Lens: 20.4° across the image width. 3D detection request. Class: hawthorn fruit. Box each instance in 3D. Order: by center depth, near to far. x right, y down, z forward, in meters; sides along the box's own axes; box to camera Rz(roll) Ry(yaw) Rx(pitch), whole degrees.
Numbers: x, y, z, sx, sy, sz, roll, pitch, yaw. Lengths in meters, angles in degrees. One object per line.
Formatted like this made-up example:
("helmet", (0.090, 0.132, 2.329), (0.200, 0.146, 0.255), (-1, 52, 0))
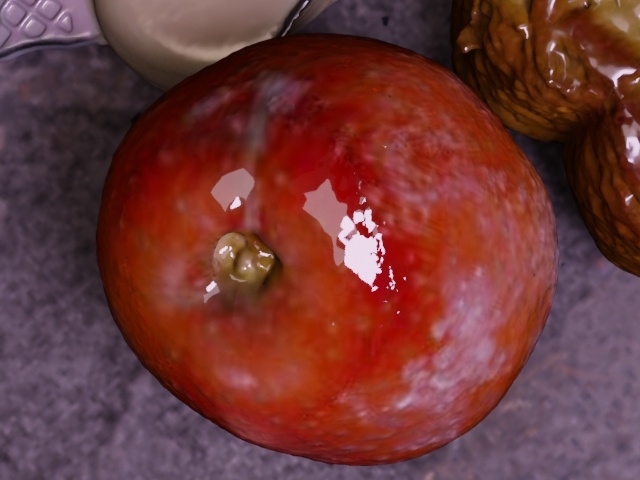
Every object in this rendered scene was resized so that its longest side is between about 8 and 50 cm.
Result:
("hawthorn fruit", (0.000, 0.000, 0.670), (0.173, 0.173, 0.173), (0, 92, 1))

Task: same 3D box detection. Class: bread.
("bread", (0.164, -0.093, 0.684), (0.232, 0.135, 0.247), (-15, 91, 5))

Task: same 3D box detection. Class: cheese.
("cheese", (-0.065, -0.097, 0.728), (0.171, 0.047, 0.092), (-29, 80, 2))
